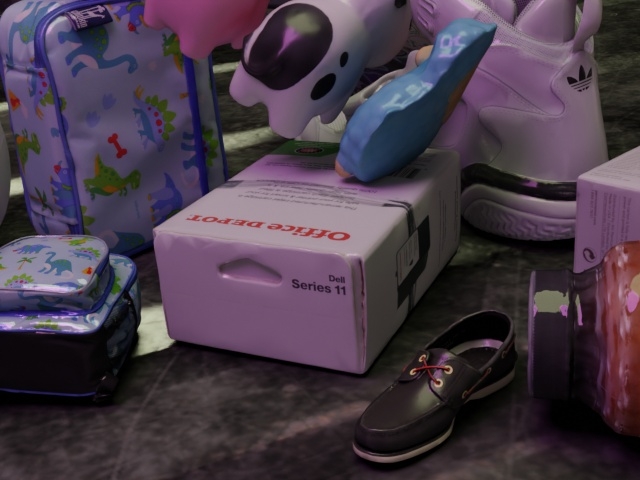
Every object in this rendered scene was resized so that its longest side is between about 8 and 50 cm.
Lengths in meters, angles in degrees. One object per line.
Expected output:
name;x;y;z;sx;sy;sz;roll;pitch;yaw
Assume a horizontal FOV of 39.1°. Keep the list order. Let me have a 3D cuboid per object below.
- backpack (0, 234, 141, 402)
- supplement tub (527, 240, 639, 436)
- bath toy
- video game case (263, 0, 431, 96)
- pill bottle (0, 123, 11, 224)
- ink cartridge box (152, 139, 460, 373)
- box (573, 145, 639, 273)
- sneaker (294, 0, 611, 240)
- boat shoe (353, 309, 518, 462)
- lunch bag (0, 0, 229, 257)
backpack;-0.170;0.042;0.589;0.105;0.084;0.114;0;21;6
supplement tub;0.208;0.051;0.464;0.198;0.106;0.106;2;24;14
bath toy;-0.048;-0.198;0.659;0.348;0.129;0.151;37;40;11
video game case;0.085;-0.209;1.006;0.275;0.035;0.248;14;-10;39
pill bottle;-0.437;-0.056;0.747;0.323;0.181;0.181;-2;23;8
ink cartridge box;0.000;0.000;0.648;0.153;0.087;0.208;7;25;24
box;0.228;0.002;0.581;0.087;0.101;0.102;-23;29;-38
sneaker;0.104;-0.142;0.804;0.137;0.210;0.366;-21;28;-34
boat shoe;0.065;0.079;0.510;0.049;0.042;0.133;20;34;40
lunch bag;-0.165;-0.105;0.759;0.090;0.219;0.176;16;29;39
